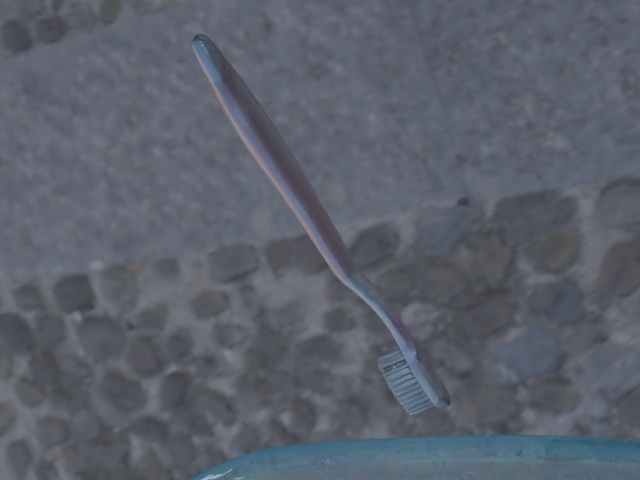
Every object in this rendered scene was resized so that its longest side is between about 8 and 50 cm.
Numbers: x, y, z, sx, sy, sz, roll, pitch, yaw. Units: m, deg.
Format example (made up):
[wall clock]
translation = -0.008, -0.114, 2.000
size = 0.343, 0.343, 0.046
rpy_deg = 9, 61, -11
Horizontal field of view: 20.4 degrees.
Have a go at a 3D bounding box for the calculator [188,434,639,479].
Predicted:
[calculator]
translation = 0.102, 0.181, 0.434
size = 0.054, 0.386, 0.256
rpy_deg = 154, 126, -75

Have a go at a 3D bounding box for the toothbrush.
[toothbrush]
translation = 0.000, 0.000, 1.042
size = 0.030, 0.025, 0.307
rpy_deg = -25, 124, 13
